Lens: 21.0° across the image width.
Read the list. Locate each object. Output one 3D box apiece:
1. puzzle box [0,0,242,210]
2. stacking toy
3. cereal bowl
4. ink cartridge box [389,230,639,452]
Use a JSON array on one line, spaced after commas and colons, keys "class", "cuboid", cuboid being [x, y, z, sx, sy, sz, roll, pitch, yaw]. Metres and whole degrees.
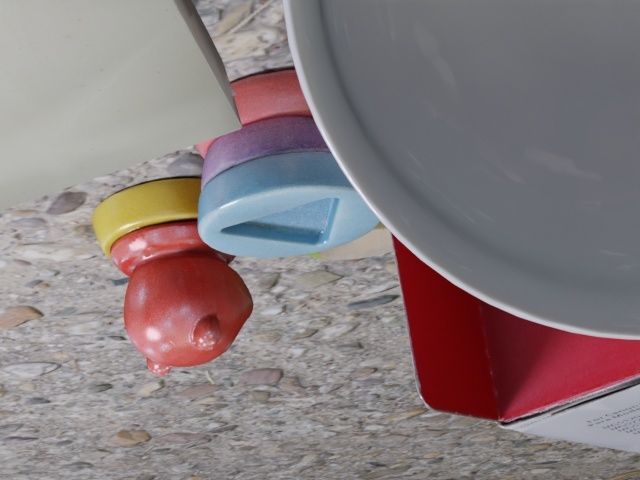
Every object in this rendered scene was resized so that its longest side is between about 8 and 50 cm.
[{"class": "puzzle box", "cuboid": [-0.209, -0.109, 0.838, 0.272, 0.052, 0.409, -18, 159, 3]}, {"class": "stacking toy", "cuboid": [0.000, 0.000, 1.295, 0.280, 0.130, 0.309, 2, 157, -26]}, {"class": "cereal bowl", "cuboid": [0.150, -0.132, 0.809, 0.339, 0.339, 0.141, -11, -168, 5]}, {"class": "ink cartridge box", "cuboid": [0.159, -0.048, 0.983, 0.130, 0.309, 0.272, -25, 154, 36]}]
